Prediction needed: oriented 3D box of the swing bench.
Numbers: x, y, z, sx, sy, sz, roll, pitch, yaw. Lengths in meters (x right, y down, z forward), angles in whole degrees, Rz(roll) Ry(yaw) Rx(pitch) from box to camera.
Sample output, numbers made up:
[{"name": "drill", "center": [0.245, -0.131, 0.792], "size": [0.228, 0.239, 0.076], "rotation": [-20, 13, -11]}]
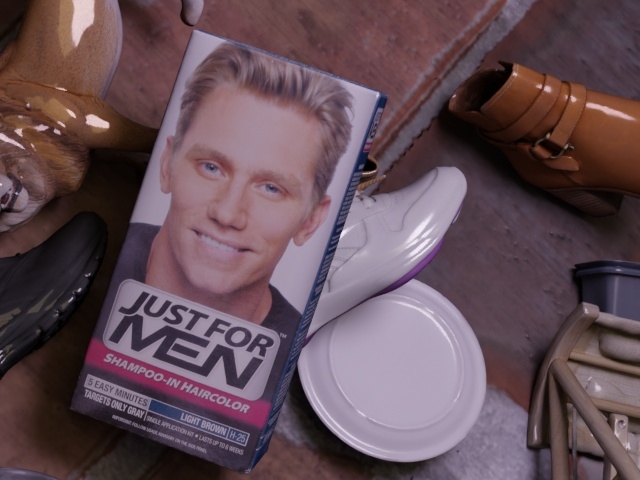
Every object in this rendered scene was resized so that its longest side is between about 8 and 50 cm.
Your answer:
[{"name": "swing bench", "center": [0.359, 0.222, 1.497], "size": [0.253, 0.165, 0.254], "rotation": [14, 39, -16]}]

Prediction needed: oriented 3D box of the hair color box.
[{"name": "hair color box", "center": [-0.079, 0.008, 1.297], "size": [0.174, 0.105, 0.347], "rotation": [19, 95, 5]}]

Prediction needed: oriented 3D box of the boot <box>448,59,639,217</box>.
[{"name": "boot", "center": [0.284, -0.130, 1.521], "size": [0.220, 0.283, 0.109], "rotation": [33, 67, -21]}]

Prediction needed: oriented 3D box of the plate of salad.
[{"name": "plate of salad", "center": [0.069, 0.126, 1.471], "size": [0.200, 0.048, 0.200], "rotation": [8, 63, -16]}]

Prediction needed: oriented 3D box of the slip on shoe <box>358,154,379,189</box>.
[{"name": "slip on shoe", "center": [-0.003, -0.091, 1.515], "size": [0.135, 0.041, 0.051], "rotation": [27, 64, -15]}]

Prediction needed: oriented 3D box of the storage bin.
[{"name": "storage bin", "center": [0.347, 0.076, 1.601], "size": [0.135, 0.098, 0.091], "rotation": [8, 81, -22]}]

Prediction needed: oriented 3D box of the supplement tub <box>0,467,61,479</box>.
[{"name": "supplement tub", "center": [-0.256, 0.279, 1.121], "size": [0.194, 0.316, 0.193], "rotation": [8, 70, -23]}]

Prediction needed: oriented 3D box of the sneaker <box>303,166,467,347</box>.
[{"name": "sneaker", "center": [0.000, 0.000, 1.398], "size": [0.305, 0.114, 0.152], "rotation": [-33, 97, -10]}]

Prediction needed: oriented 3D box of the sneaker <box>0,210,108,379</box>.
[{"name": "sneaker", "center": [-0.298, 0.061, 1.298], "size": [0.130, 0.109, 0.286], "rotation": [42, 59, -1]}]

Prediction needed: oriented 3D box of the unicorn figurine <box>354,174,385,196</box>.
[{"name": "unicorn figurine", "center": [-0.032, -0.035, 1.479], "size": [0.111, 0.060, 0.162], "rotation": [40, 81, -5]}]

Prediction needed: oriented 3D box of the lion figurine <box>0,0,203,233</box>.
[{"name": "lion figurine", "center": [-0.224, -0.184, 1.355], "size": [0.240, 0.142, 0.392], "rotation": [17, 82, -24]}]
